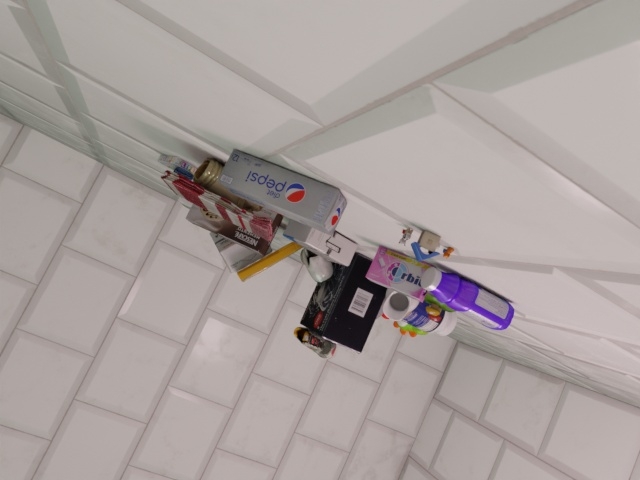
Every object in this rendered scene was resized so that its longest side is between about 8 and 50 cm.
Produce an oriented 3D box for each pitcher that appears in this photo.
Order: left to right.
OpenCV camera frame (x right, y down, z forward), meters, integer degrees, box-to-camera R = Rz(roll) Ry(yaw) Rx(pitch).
[{"bbox_3d":[0.306,0.185,1.863,0.126,0.177,0.207,33,-166,11],"label":"pitcher"}]

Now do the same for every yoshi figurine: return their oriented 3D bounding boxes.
[{"bbox_3d":[0.363,0.267,2.322,0.362,0.204,0.202,37,138,27],"label":"yoshi figurine"}]

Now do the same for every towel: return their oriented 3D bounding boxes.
[{"bbox_3d":[-0.464,-0.218,1.740,0.067,0.029,0.119,27,172,-18],"label":"towel"},{"bbox_3d":[-0.287,-0.096,1.501,0.329,0.037,0.237,27,171,-1],"label":"towel"}]

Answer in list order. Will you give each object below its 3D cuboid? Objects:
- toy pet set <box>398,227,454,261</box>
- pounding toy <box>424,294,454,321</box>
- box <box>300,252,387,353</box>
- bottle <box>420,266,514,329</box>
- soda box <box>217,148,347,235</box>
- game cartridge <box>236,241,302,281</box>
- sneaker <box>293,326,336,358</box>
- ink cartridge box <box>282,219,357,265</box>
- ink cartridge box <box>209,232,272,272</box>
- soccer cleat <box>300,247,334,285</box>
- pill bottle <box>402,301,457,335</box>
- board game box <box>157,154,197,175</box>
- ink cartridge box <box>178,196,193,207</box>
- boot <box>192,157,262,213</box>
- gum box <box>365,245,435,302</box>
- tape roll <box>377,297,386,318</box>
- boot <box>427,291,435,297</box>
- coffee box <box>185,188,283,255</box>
[{"bbox_3d":[0.238,0.024,1.171,0.122,0.065,0.114,25,173,0],"label":"toy pet set"},{"bbox_3d":[0.448,0.246,1.897,0.183,0.110,0.237,29,172,-31],"label":"pounding toy"},{"bbox_3d":[0.098,0.233,2.060,0.179,0.342,0.312,26,172,-15],"label":"box"},{"bbox_3d":[0.415,0.164,1.474,0.283,0.092,0.118,28,172,-18],"label":"bottle"},{"bbox_3d":[-0.088,-0.111,1.198,0.287,0.091,0.098,23,173,18],"label":"soda box"},{"bbox_3d":[-0.199,0.075,2.176,0.052,0.324,0.285,59,171,0],"label":"game cartridge"},{"bbox_3d":[-0.027,0.422,2.140,0.225,0.087,0.093,17,171,44],"label":"sneaker"},{"bbox_3d":[0.000,0.000,1.733,0.203,0.085,0.148,29,172,-35],"label":"ink cartridge box"},{"bbox_3d":[-0.341,0.006,2.197,0.114,0.197,0.273,66,169,-26],"label":"ink cartridge box"},{"bbox_3d":[-0.023,0.056,2.093,0.143,0.116,0.331,66,175,-23],"label":"soccer cleat"},{"bbox_3d":[0.422,0.288,2.118,0.265,0.153,0.153,28,172,-24],"label":"pill bottle"},{"bbox_3d":[-0.485,-0.255,1.780,0.104,0.026,0.154,30,171,-38],"label":"board game box"},{"bbox_3d":[-0.506,-0.155,2.311,0.220,0.092,0.160,25,173,-3],"label":"ink cartridge box"},{"bbox_3d":[-0.276,-0.154,1.519,0.204,0.095,0.262,27,171,-20],"label":"boot"},{"bbox_3d":[0.245,0.101,1.542,0.189,0.107,0.062,22,172,27],"label":"gum box"},{"bbox_3d":[0.204,0.235,2.213,0.072,0.219,0.219,30,172,-31],"label":"tape roll"},{"bbox_3d":[0.441,0.183,1.681,0.209,0.076,0.189,32,171,0],"label":"boot"},{"bbox_3d":[-0.307,-0.081,1.872,0.298,0.168,0.119,25,173,7],"label":"coffee box"}]
